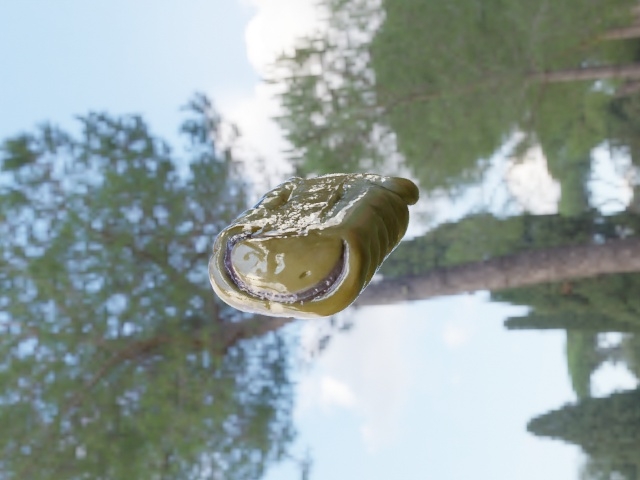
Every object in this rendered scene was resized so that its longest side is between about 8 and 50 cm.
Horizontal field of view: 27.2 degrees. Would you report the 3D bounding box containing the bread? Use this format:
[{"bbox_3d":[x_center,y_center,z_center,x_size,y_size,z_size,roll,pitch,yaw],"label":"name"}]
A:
[{"bbox_3d":[0.000,0.000,1.103,0.225,0.134,0.081,-43,-51,-63],"label":"bread"}]
